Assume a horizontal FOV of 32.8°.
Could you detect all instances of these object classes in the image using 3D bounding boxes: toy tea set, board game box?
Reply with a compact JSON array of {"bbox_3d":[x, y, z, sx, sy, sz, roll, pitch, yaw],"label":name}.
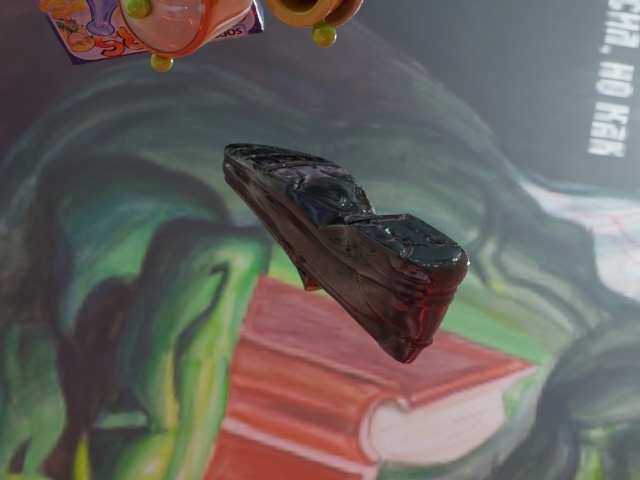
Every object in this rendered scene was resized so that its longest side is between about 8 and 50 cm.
[{"bbox_3d":[-0.103,-0.294,0.843,0.124,0.200,0.336,-35,111,-52],"label":"toy tea set"},{"bbox_3d":[-0.167,-0.240,1.045,0.136,0.201,0.035,69,14,-57],"label":"board game box"}]

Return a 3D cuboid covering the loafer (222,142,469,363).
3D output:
[{"bbox_3d":[0.000,0.000,0.564,0.170,0.062,0.061,39,-57,42],"label":"loafer"}]
